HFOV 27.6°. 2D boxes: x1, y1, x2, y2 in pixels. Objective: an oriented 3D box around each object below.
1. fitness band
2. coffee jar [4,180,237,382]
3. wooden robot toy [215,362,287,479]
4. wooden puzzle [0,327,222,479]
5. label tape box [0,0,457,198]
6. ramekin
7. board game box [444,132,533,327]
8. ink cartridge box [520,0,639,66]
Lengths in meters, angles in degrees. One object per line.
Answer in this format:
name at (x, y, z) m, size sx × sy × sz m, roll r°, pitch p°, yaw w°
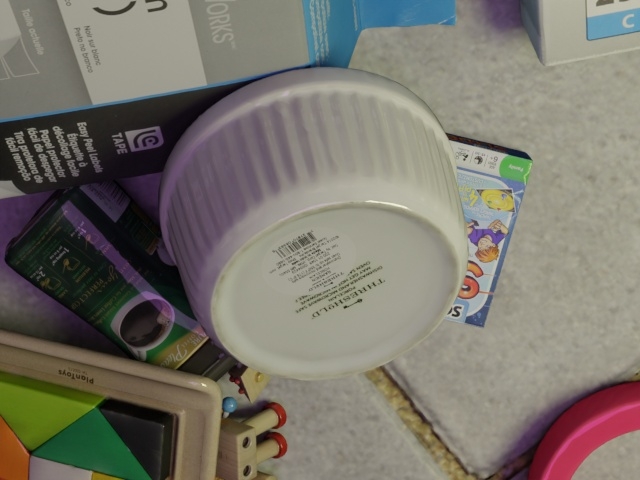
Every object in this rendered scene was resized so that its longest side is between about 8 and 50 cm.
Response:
fitness band at (0.306, 0.220, 1.045) m, size 0.291 × 0.054 × 0.209 m, roll 9°, pitch 102°, yaw -5°
coffee jar at (-0.135, 0.035, 0.965) m, size 0.184 × 0.079 × 0.096 m, roll 43°, pitch 109°, yaw -12°
wooden robot toy at (-0.077, 0.163, 1.023) m, size 0.079 × 0.076 × 0.173 m, roll 11°, pitch 108°, yaw 32°
wooden puzzle at (-0.188, 0.187, 0.981) m, size 0.221 × 0.044 × 0.238 m, roll 11°, pitch 113°, yaw 15°
label tape box at (-0.075, -0.163, 0.826) m, size 0.348 × 0.115 × 0.249 m, roll -8°, pitch 147°, yaw 0°
ramekin at (0.000, 0.000, 0.862) m, size 0.207 × 0.109 × 0.207 m, roll -7°, pitch 135°, yaw -8°
board game box at (0.043, -0.023, 0.977) m, size 0.201 × 0.035 × 0.136 m, roll 13°, pitch 105°, yaw -5°
ink cartridge box at (0.275, -0.262, 0.853) m, size 0.296 × 0.066 × 0.261 m, roll -11°, pitch 130°, yaw 2°
